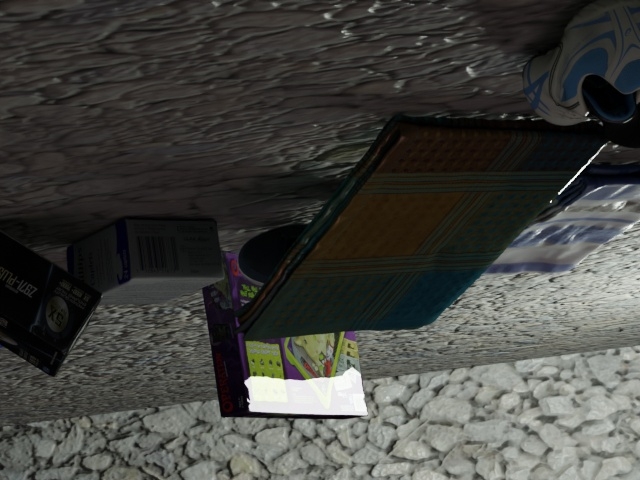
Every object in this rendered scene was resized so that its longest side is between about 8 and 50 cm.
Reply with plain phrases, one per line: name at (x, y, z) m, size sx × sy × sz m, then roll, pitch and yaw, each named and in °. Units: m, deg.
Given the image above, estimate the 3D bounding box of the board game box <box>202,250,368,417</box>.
board game box at (-0.043, 0.135, 2.060) m, size 0.056 × 0.208 × 0.347 m, roll -10°, pitch 168°, yaw 26°

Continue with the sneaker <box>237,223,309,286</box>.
sneaker at (0.001, -0.002, 1.744) m, size 0.226 × 0.086 × 0.163 m, roll -2°, pitch 161°, yaw 12°

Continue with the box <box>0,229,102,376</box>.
box at (-0.323, 0.067, 1.663) m, size 0.147 × 0.077 × 0.180 m, roll 33°, pitch 162°, yaw -5°

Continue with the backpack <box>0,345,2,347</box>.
backpack at (-0.457, 0.119, 1.959) m, size 0.120 × 0.101 × 0.098 m, roll -13°, pitch 175°, yaw 4°

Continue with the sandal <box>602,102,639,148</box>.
sandal at (0.330, -0.123, 1.431) m, size 0.097 × 0.054 × 0.254 m, roll -6°, pitch 169°, yaw -9°

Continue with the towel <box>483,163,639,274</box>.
towel at (0.314, -0.021, 1.884) m, size 0.209 × 0.034 × 0.285 m, roll -2°, pitch 158°, yaw -33°

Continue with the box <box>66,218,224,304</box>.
box at (-0.200, 0.025, 1.742) m, size 0.126 × 0.072 × 0.137 m, roll 1°, pitch 165°, yaw -39°

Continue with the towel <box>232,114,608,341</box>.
towel at (0.098, -0.010, 1.604) m, size 0.272 × 0.040 × 0.370 m, roll -1°, pitch 147°, yaw -33°

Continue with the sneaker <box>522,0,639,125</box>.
sneaker at (0.220, -0.126, 1.261) m, size 0.085 × 0.086 × 0.237 m, roll -9°, pitch 170°, yaw -4°
